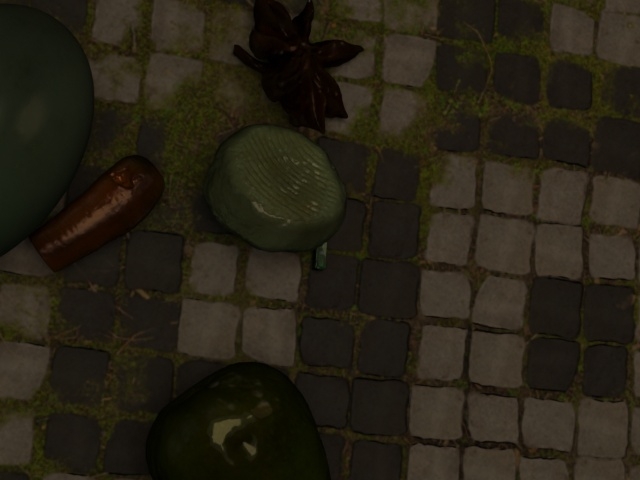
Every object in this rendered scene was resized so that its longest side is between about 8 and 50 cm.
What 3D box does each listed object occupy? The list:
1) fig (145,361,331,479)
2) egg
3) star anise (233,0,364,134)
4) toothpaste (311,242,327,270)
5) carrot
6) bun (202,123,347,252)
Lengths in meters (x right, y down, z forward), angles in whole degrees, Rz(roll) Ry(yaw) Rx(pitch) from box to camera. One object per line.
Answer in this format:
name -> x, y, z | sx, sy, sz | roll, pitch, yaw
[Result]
fig -> -0.100, 0.311, 1.838 | 0.233, 0.233, 0.314 | -13, 107, -14
egg -> -0.443, -0.123, 1.780 | 0.276, 0.276, 0.389 | 37, 78, -6
star anise -> -0.032, -0.240, 1.976 | 0.196, 0.111, 0.212 | 11, 48, -30
toothpaste -> 0.000, 0.000, 1.994 | 0.017, 0.020, 0.083 | 6, 81, -14
carrot -> -0.293, -0.033, 1.904 | 0.193, 0.087, 0.087 | -43, 93, -12
bun -> -0.062, -0.060, 1.933 | 0.195, 0.118, 0.195 | 14, 48, -16
